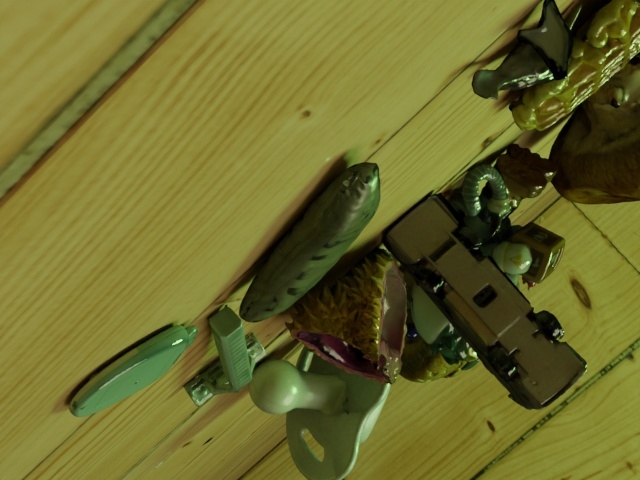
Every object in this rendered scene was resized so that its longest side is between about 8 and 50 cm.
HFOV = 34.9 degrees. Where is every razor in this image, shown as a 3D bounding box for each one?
[{"bbox_3d":[-0.101,0.133,1.159,0.111,0.056,0.278,-37,169,-15],"label":"razor"}]

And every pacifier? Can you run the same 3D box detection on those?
[{"bbox_3d":[-0.017,0.235,1.628,0.233,0.244,0.299,13,106,-39],"label":"pacifier"}]

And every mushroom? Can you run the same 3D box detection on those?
[{"bbox_3d":[0.492,-0.200,1.600,0.345,0.259,0.345,-43,-163,17],"label":"mushroom"}]

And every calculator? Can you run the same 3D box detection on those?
[{"bbox_3d":[-0.170,0.119,0.951,0.153,0.021,0.095,-26,162,-45],"label":"calculator"}]

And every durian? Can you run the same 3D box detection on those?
[{"bbox_3d":[0.057,0.099,1.367,0.186,0.154,0.260,-55,161,-23],"label":"durian"}]

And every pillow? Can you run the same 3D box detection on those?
[{"bbox_3d":[0.001,-0.001,0.981,0.093,0.051,0.241,-29,162,-48],"label":"pillow"}]

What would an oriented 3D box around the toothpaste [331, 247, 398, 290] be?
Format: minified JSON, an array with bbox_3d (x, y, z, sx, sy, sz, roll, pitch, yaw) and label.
[{"bbox_3d":[0.035,0.081,1.484,0.178,0.037,0.043,-43,171,10],"label":"toothpaste"}]

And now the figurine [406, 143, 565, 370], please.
[{"bbox_3d":[0.266,0.040,1.616,0.261,0.186,0.382,-23,144,-48],"label":"figurine"}]

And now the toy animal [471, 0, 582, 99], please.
[{"bbox_3d":[0.215,-0.185,1.006,0.105,0.070,0.202,-36,180,28],"label":"toy animal"}]

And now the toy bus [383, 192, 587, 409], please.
[{"bbox_3d":[0.219,0.090,1.406,0.112,0.317,0.138,-37,173,-10],"label":"toy bus"}]

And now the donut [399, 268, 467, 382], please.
[{"bbox_3d":[0.202,0.144,1.890,0.128,0.208,0.261,-18,144,-34],"label":"donut"}]

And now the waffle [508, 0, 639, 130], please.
[{"bbox_3d":[0.341,-0.237,1.183,0.281,0.058,0.301,-41,172,-11],"label":"waffle"}]
